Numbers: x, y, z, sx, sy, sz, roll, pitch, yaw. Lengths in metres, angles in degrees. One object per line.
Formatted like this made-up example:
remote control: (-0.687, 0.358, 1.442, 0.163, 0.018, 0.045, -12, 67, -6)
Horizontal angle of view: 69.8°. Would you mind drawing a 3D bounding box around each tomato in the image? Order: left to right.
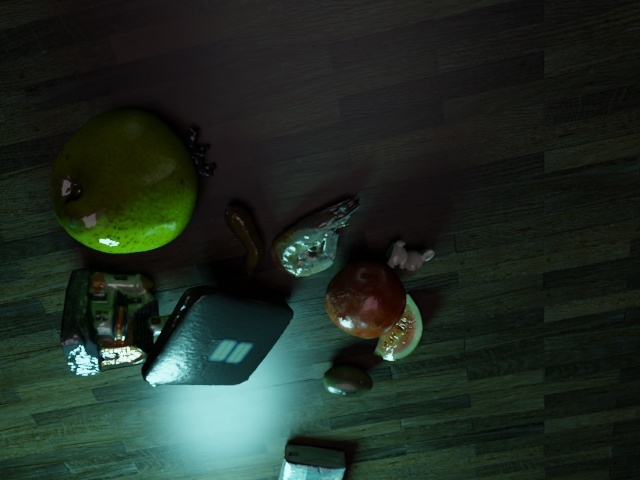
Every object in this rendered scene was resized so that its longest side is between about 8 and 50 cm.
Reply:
tomato: (0.128, 0.173, 1.285, 0.232, 0.188, 0.232, 2, 125, 3)

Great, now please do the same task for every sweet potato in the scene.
sweet potato: (-0.202, -0.001, 1.275, 0.081, 0.062, 0.233, -4, 121, 18)

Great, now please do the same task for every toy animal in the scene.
toy animal: (-0.317, -0.226, 1.168, 0.065, 0.047, 0.136, -5, 122, 11)
toy animal: (0.250, 0.048, 1.297, 0.124, 0.071, 0.085, 19, 96, -1)

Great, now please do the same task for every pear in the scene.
pear: (-0.454, -0.108, 1.066, 0.238, 0.318, 0.342, 11, 119, 16)

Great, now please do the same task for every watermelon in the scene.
watermelon: (0.251, 0.283, 1.424, 0.119, 0.063, 0.245, 25, 114, 2)

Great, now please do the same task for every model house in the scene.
model house: (-0.534, 0.212, 1.280, 0.301, 0.271, 0.190, 1, 132, -19)

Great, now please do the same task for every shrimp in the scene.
shrimp: (0.000, 0.000, 1.278, 0.317, 0.062, 0.164, -35, 116, 19)

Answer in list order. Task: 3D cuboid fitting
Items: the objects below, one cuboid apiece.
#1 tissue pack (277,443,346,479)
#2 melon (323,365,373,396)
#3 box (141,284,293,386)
tissue pack: (-0.048, 0.904, 1.694, 0.228, 0.103, 0.316, 10, 115, -4)
melon: (0.088, 0.454, 1.479, 0.162, 0.099, 0.099, 4, 116, -1)
box: (-0.287, 0.280, 1.307, 0.350, 0.091, 0.359, 17, 114, -43)
